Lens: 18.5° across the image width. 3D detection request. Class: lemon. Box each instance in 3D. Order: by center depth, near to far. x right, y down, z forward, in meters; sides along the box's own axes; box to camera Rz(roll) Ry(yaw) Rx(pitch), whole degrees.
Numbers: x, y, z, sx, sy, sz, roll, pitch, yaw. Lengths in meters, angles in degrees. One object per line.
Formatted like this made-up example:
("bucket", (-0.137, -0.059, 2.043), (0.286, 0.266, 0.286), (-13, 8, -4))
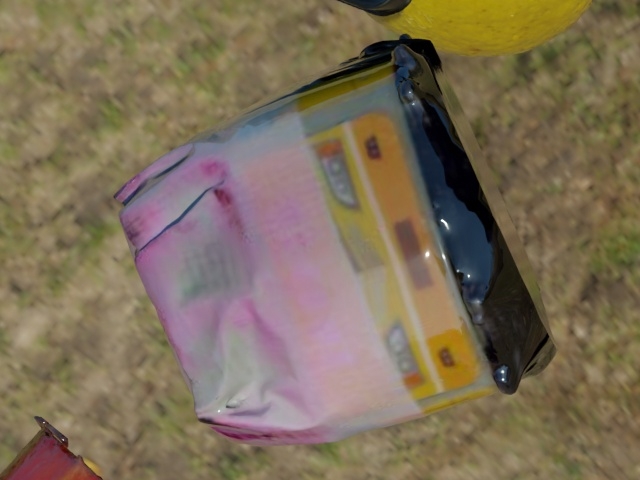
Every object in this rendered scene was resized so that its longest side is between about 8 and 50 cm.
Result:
("lemon", (0.142, -0.302, 1.797), (0.293, 0.293, 0.293), (-13, 58, 22))

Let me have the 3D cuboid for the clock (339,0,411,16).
("clock", (-0.004, -0.327, 1.447), (0.273, 0.049, 0.279), (26, 107, 34))

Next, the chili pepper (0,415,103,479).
("chili pepper", (-0.133, 0.144, 0.681), (0.065, 0.088, 0.169), (41, 75, 16))

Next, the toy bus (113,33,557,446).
("toy bus", (0.011, 0.001, 0.979), (0.162, 0.386, 0.171), (-23, 94, 6))
